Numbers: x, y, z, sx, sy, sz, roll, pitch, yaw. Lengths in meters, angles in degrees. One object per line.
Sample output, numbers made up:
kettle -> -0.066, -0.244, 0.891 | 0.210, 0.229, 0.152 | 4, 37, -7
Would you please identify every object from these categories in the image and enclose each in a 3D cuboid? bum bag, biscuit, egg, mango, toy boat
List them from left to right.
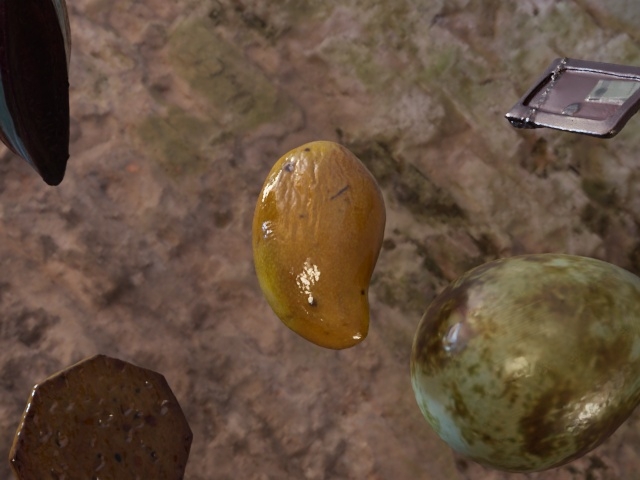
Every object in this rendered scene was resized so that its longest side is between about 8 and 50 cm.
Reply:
toy boat -> -0.353, -0.202, 1.030 | 0.079, 0.136, 0.392 | 48, 150, 24
biscuit -> -0.407, 0.392, 1.613 | 0.359, 0.046, 0.359 | 14, -116, -31
mango -> 0.000, -0.004, 0.981 | 0.109, 0.157, 0.262 | 87, 178, -58
egg -> 0.242, 0.129, 0.961 | 0.238, 0.289, 0.238 | 56, -167, -20
bum bag -> 0.296, -0.160, 0.962 | 0.159, 0.109, 0.026 | 26, 158, 53
